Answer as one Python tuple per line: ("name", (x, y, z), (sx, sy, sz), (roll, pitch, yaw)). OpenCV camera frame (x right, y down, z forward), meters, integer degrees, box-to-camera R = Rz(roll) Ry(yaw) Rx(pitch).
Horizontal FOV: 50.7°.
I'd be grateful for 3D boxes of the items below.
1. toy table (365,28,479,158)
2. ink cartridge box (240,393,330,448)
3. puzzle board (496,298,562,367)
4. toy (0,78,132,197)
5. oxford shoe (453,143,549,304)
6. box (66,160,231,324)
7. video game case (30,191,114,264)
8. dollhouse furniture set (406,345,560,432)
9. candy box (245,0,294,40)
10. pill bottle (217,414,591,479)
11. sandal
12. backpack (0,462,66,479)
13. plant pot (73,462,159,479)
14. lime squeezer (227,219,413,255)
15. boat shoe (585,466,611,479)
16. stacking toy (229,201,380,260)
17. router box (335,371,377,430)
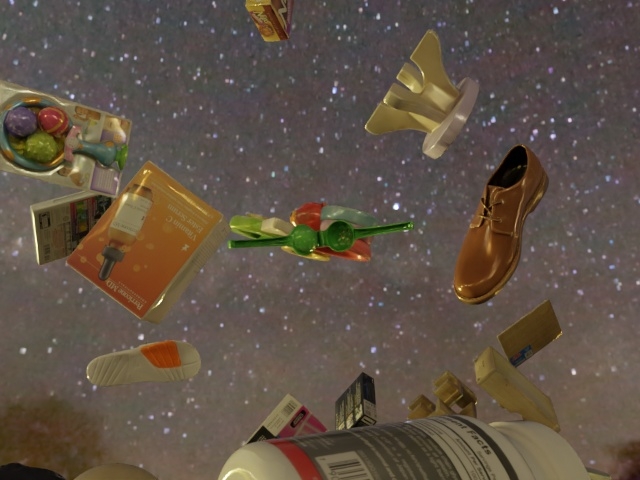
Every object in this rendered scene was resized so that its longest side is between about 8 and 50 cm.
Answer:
("toy table", (0.226, -0.302, 1.451), (0.161, 0.274, 0.252), (32, -71, -3))
("ink cartridge box", (-0.033, 0.528, 1.612), (0.069, 0.176, 0.371), (29, -19, 44))
("puzzle board", (0.412, 0.185, 1.332), (0.128, 0.011, 0.096), (-34, -60, -7))
("toy", (-0.408, -0.161, 1.030), (0.237, 0.136, 0.056), (15, -14, -32))
("oxford shoe", (0.207, -0.024, 0.815), (0.076, 0.212, 0.076), (11, -24, 38))
("box", (-0.224, 0.006, 0.905), (0.130, 0.170, 0.091), (35, -10, 6))
("video game case", (-0.567, -0.036, 1.561), (0.183, 0.023, 0.201), (-21, -30, -31))
("dollhouse furniture set", (0.290, 0.344, 1.253), (0.161, 0.212, 0.242), (42, -72, -4))
("candy box", (-0.085, -0.476, 1.237), (0.053, 0.186, 0.109), (1, -18, 15))
("pill bottle", (0.092, 0.289, 0.680), (0.363, 0.210, 0.210), (2, -28, -30))
("sandal", (-0.428, 0.292, 1.642), (0.265, 0.102, 0.076), (-3, 3, -17))
("backpack", (-0.246, 0.283, 0.507), (0.115, 0.152, 0.182), (22, -76, -15))
("plant pot", (-0.470, 0.662, 1.482), (0.284, 0.284, 0.191), (3, 1, -5))
("lime squeezer", (0.000, 0.000, 1.175), (0.310, 0.058, 0.110), (-5, 12, -2))
("boat shoe", (0.498, 0.508, 1.449), (0.228, 0.068, 0.081), (5, -7, 36))
("stacking toy", (-0.035, -0.050, 1.502), (0.280, 0.130, 0.309), (20, -11, -30))
("router box", (0.093, 0.458, 1.816), (0.046, 0.179, 0.133), (33, -67, -13))
